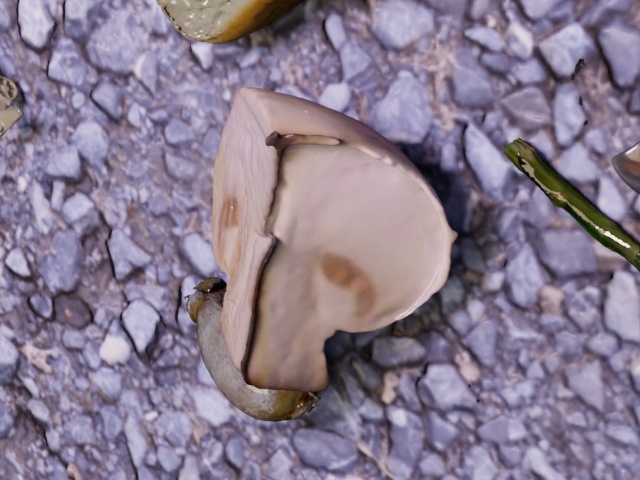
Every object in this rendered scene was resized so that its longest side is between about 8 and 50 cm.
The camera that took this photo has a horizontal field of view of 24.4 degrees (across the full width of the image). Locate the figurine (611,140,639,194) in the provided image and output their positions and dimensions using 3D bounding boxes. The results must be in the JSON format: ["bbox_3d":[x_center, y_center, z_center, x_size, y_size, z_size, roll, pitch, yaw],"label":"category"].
[{"bbox_3d":[0.317,-0.071,0.923,0.193,0.140,0.265,31,108,-3],"label":"figurine"}]

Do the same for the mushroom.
[{"bbox_3d":[0.005,-0.016,1.171,0.173,0.162,0.236,-110,27,-56],"label":"mushroom"}]

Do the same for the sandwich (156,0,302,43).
[{"bbox_3d":[-0.052,-0.283,1.127,0.251,0.087,0.226,-19,104,39],"label":"sandwich"}]

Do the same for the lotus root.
[{"bbox_3d":[-0.060,0.089,1.261,0.165,0.088,0.088,46,124,27],"label":"lotus root"}]

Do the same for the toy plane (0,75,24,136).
[{"bbox_3d":[-0.366,-0.223,1.373,0.092,0.108,0.286,-36,95,34],"label":"toy plane"}]

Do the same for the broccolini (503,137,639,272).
[{"bbox_3d":[0.226,0.014,1.059,0.254,0.057,0.071,41,89,15],"label":"broccolini"}]
